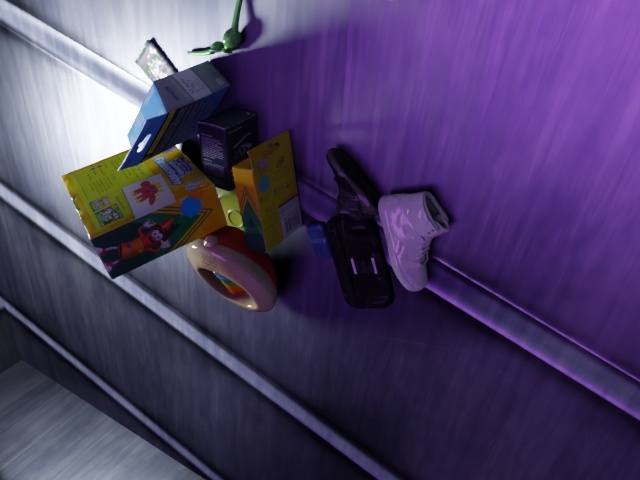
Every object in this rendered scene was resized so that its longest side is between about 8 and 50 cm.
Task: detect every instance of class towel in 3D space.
[{"bbox_3d":[0.000,0.000,1.767,0.067,0.029,0.120,-3,114,37],"label":"towel"},{"bbox_3d":[-0.530,-0.553,1.810,0.152,0.023,0.113,51,135,-2],"label":"towel"}]

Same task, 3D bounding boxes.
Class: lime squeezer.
[{"bbox_3d":[-0.288,-0.578,1.596,0.310,0.059,0.110,-29,99,44],"label":"lime squeezer"}]

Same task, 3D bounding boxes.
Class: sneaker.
[{"bbox_3d":[0.274,0.007,1.520,0.169,0.108,0.293,-6,112,41],"label":"sneaker"},{"bbox_3d":[0.067,-0.146,1.587,0.130,0.087,0.228,-31,102,37],"label":"sneaker"}]

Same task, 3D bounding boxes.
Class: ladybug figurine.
[{"bbox_3d":[-0.272,0.086,1.844,0.304,0.162,0.449,21,158,18],"label":"ladybug figurine"}]

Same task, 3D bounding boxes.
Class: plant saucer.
[{"bbox_3d":[-0.279,-0.080,1.903,0.240,0.037,0.241,16,126,23],"label":"plant saucer"}]

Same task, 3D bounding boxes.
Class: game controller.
[{"bbox_3d":[0.121,0.071,1.714,0.166,0.067,0.319,-6,114,23],"label":"game controller"}]

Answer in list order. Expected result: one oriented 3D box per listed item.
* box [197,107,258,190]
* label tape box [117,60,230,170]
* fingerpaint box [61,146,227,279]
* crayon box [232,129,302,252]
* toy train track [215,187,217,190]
[{"bbox_3d":[-0.276,-0.279,1.709,0.108,0.153,0.207,18,125,27],"label":"box"},{"bbox_3d":[-0.455,-0.367,1.647,0.115,0.347,0.249,49,134,0],"label":"label tape box"},{"bbox_3d":[-0.552,-0.123,1.737,0.445,0.371,0.163,41,152,46],"label":"fingerpaint box"},{"bbox_3d":[-0.155,-0.150,1.669,0.081,0.202,0.319,11,122,30],"label":"crayon box"},{"bbox_3d":[-0.334,-0.147,1.929,0.048,0.014,0.083,-33,98,41],"label":"toy train track"}]
